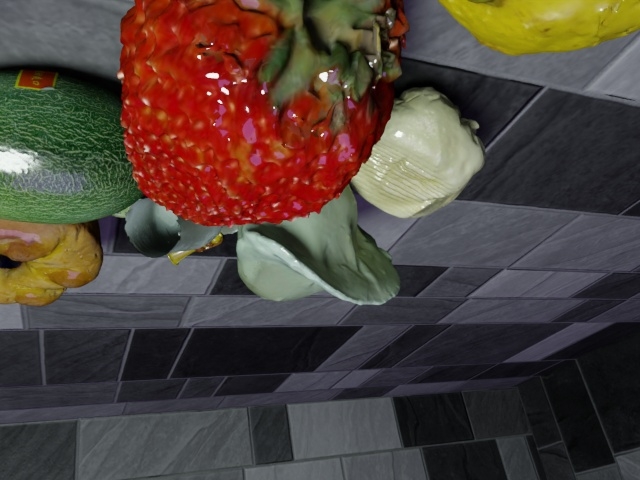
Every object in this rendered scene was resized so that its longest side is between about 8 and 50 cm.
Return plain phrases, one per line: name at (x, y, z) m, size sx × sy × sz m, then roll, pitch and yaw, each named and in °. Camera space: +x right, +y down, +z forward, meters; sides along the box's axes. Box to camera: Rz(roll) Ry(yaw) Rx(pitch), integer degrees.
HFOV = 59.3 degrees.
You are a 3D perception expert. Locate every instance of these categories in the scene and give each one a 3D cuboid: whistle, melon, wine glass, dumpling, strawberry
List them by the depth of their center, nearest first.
strawberry at (-0.065, -0.138, 0.611) m, size 0.312 × 0.267 × 0.351 m, roll -29°, pitch 167°, yaw -42°
melon at (-0.325, -0.109, 0.682) m, size 0.287 × 0.182 × 0.182 m, roll 5°, pitch 148°, yaw -23°
wine glass at (-0.188, -0.036, 0.838) m, size 0.103 × 0.103 × 0.222 m, roll -24°, pitch -176°, yaw 22°
dumpling at (-0.028, -0.005, 0.866) m, size 0.211 × 0.321 × 0.270 m, roll -22°, pitch 124°, yaw 33°
whistle at (-0.234, 0.014, 1.081) m, size 0.109 × 0.046 × 0.057 m, roll -19°, pitch 136°, yaw 3°

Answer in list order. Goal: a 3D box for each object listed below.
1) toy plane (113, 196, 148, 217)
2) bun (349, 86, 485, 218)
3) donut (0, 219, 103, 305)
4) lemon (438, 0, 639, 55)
toy plane at (-0.304, -0.052, 0.938) m, size 0.111 × 0.040 × 0.102 m, roll 10°, pitch 144°, yaw -31°
bun at (0.138, -0.138, 0.842) m, size 0.229 × 0.145 × 0.229 m, roll 23°, pitch 157°, yaw 10°
donut at (-0.485, -0.009, 0.820) m, size 0.299 × 0.150 × 0.317 m, roll -14°, pitch 154°, yaw 18°
lemon at (0.210, -0.288, 0.449) m, size 0.284 × 0.261 × 0.260 m, roll -24°, pitch 160°, yaw -31°
